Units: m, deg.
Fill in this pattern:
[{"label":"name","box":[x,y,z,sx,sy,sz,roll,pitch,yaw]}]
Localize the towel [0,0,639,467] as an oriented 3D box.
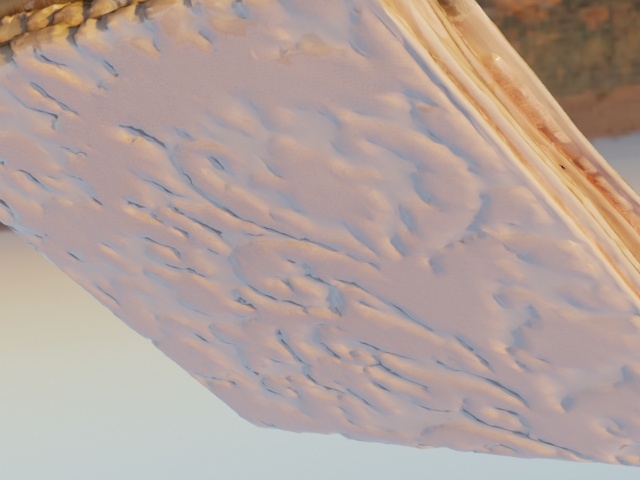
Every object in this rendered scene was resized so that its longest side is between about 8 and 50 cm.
[{"label":"towel","box":[0.000,0.000,0.608,0.332,0.053,0.317,-1,143,47]}]
